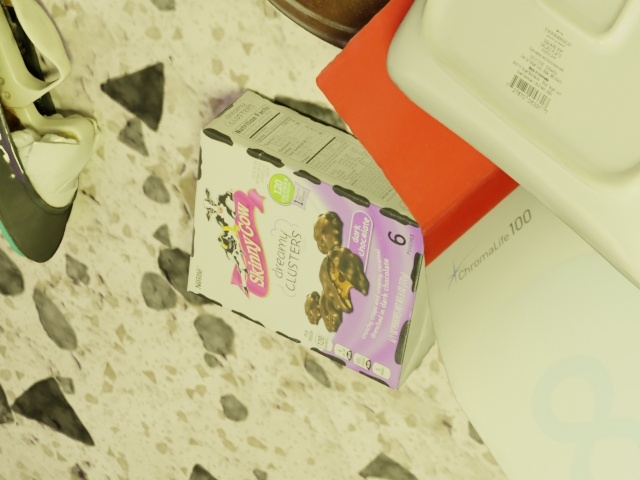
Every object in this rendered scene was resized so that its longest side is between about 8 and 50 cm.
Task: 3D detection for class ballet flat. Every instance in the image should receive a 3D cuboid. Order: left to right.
[{"bbox_3d":[-0.243,-0.107,1.415,0.096,0.095,0.280,-5,118,25],"label":"ballet flat"}]

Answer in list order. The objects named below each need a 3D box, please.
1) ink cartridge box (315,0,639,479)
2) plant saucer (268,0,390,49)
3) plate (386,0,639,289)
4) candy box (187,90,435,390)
[{"bbox_3d":[0.171,-0.040,1.003,0.308,0.091,0.385,-43,72,31],"label":"ink cartridge box"},{"bbox_3d":[0.030,-0.247,1.145,0.311,0.050,0.310,18,129,24],"label":"plant saucer"},{"bbox_3d":[0.165,-0.149,0.962,0.277,0.045,0.278,44,115,39],"label":"plate"},{"bbox_3d":[0.000,0.000,1.324,0.196,0.070,0.165,24,132,20],"label":"candy box"}]
